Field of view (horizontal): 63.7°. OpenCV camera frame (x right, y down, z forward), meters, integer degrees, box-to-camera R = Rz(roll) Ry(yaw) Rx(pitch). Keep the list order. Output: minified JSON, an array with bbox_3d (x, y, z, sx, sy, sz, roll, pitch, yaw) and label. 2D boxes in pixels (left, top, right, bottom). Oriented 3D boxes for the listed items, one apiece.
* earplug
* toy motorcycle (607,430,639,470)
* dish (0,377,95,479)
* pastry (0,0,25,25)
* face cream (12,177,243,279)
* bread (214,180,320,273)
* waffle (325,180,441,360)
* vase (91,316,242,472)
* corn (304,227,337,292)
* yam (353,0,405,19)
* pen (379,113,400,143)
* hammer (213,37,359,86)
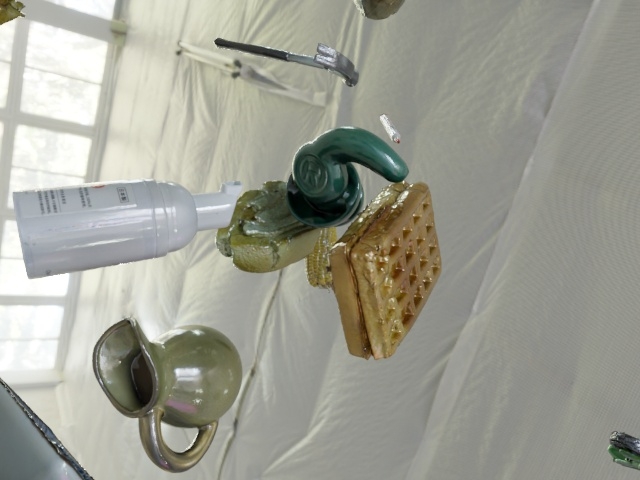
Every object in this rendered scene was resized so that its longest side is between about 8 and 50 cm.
[{"bbox_3d":[0.045,-0.124,1.060,0.257,0.280,0.164,-22,-107,10],"label":"earplug"},{"bbox_3d":[0.564,0.367,0.824,0.190,0.106,0.074,21,-113,37],"label":"toy motorcycle"},{"bbox_3d":[-0.328,0.256,0.580,0.243,0.080,0.182,22,-39,37],"label":"dish"},{"bbox_3d":[-0.536,-0.410,0.672,0.132,0.240,0.235,-13,-78,46],"label":"pastry"},{"bbox_3d":[-0.309,-0.034,0.889,0.145,0.369,0.145,29,-57,57],"label":"face cream"},{"bbox_3d":[-0.117,-0.025,1.185,0.186,0.257,0.124,43,-42,15],"label":"bread"},{"bbox_3d":[0.129,0.041,0.937,0.098,0.328,0.224,-2,-66,28],"label":"waffle"},{"bbox_3d":[-0.330,0.347,1.163,0.240,0.302,0.329,-24,-115,26],"label":"vase"},{"bbox_3d":[0.000,0.000,1.494,0.101,0.101,0.311,-5,-93,54],"label":"corn"},{"bbox_3d":[0.068,-0.337,0.431,0.071,0.067,0.317,44,-21,20],"label":"yam"},{"bbox_3d":[0.175,-0.279,1.293,0.218,0.026,0.026,-95,-153,-62],"label":"pen"},{"bbox_3d":[-0.065,-0.292,0.806,0.246,0.103,0.029,18,-86,18],"label":"hammer"}]
